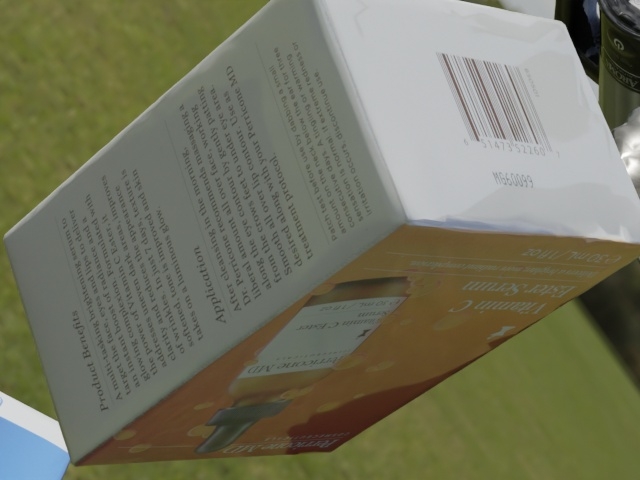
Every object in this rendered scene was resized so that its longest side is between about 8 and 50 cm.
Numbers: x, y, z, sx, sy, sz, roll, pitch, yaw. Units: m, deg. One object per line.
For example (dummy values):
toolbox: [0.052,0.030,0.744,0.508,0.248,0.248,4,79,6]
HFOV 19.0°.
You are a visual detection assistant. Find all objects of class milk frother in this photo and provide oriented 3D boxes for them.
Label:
milk frother: [0.224,-0.137,1.157,0.134,0.143,0.129,80,-15,-57]

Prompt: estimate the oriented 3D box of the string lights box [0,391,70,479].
string lights box: [-0.205,0.182,0.979,0.077,0.133,0.259,28,15,-5]

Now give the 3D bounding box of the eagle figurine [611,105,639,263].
eagle figurine: [0.275,0.011,0.870,0.298,0.225,0.226,-175,-116,-81]

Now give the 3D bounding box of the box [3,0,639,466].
box: [0.000,0.000,0.645,0.130,0.170,0.091,3,59,-45]
